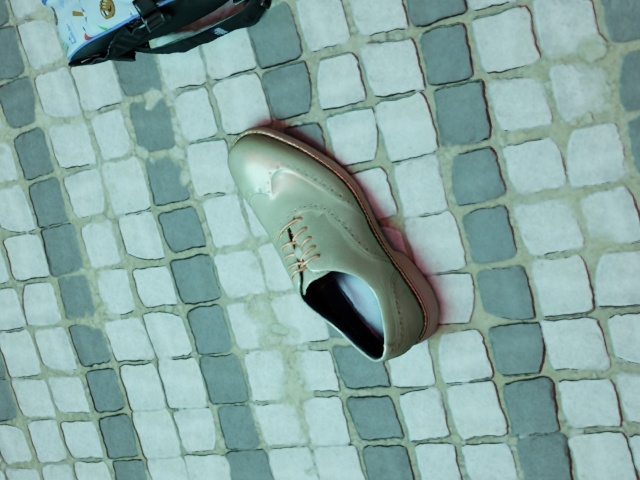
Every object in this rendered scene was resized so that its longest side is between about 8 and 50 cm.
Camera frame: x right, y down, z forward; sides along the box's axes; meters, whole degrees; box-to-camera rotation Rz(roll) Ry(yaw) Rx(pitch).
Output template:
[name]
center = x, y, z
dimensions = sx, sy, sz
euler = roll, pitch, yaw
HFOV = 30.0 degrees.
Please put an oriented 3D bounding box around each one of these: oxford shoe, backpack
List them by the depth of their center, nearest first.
[backpack]
center = -0.251, -0.350, 1.634
dimensions = 0.263, 0.276, 0.213
euler = -27, 87, 39
[oxford shoe]
center = 0.000, 0.000, 1.663
dimensions = 0.397, 0.146, 0.140
euler = 46, 122, 9
